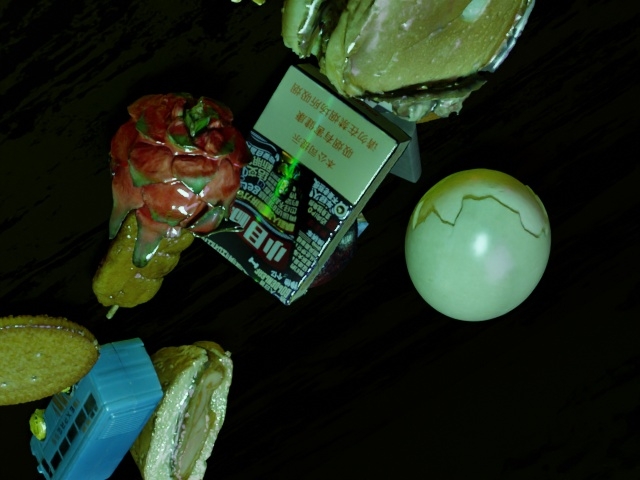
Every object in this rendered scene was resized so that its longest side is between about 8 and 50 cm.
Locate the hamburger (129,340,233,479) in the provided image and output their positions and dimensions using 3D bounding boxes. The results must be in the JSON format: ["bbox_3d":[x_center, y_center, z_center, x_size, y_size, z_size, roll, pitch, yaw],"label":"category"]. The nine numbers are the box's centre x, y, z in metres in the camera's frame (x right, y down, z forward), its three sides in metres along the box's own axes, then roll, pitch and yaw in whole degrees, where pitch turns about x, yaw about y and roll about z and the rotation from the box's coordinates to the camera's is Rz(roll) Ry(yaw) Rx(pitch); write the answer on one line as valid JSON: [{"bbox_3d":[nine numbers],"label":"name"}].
[{"bbox_3d":[-0.313,0.345,2.409,0.162,0.209,0.330,6,104,-38],"label":"hamburger"}]

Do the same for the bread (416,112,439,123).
[{"bbox_3d":[0.191,-0.240,1.984,0.090,0.035,0.094,-14,152,-28],"label":"bread"}]

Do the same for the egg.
[{"bbox_3d":[0.304,-0.002,2.276,0.278,0.278,0.336,-19,154,-20],"label":"egg"}]

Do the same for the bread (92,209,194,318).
[{"bbox_3d":[-0.293,0.022,1.929,0.124,0.084,0.344,13,138,-24],"label":"bread"}]

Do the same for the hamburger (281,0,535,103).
[{"bbox_3d":[0.127,-0.321,1.533,0.318,0.195,0.277,-5,133,-35],"label":"hamburger"}]

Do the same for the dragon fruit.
[{"bbox_3d":[-0.203,-0.092,1.659,0.192,0.193,0.274,3,133,-25],"label":"dragon fruit"}]

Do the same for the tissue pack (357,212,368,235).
[{"bbox_3d":[0.000,0.000,2.213,0.115,0.065,0.155,-6,148,-42],"label":"tissue pack"}]

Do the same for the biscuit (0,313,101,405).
[{"bbox_3d":[-0.529,0.204,2.037,0.305,0.038,0.305,-12,150,-7],"label":"biscuit"}]

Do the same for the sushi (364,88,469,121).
[{"bbox_3d":[0.155,-0.273,1.804,0.294,0.059,0.292,-4,144,-30],"label":"sushi"}]

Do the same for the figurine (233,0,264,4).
[{"bbox_3d":[-0.116,-0.360,1.340,0.185,0.127,0.234,-7,164,-16],"label":"figurine"}]

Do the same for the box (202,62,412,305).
[{"bbox_3d":[-0.032,-0.085,1.767,0.310,0.198,0.084,-56,170,20],"label":"box"}]

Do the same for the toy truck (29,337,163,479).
[{"bbox_3d":[-0.443,0.341,2.296,0.161,0.162,0.385,-10,150,-38],"label":"toy truck"}]

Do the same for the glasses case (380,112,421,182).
[{"bbox_3d":[0.134,-0.162,2.035,0.190,0.072,0.042,70,40,-67],"label":"glasses case"}]

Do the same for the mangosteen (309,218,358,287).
[{"bbox_3d":[-0.047,-0.019,1.949,0.216,0.216,0.216,-23,155,-11],"label":"mangosteen"}]
